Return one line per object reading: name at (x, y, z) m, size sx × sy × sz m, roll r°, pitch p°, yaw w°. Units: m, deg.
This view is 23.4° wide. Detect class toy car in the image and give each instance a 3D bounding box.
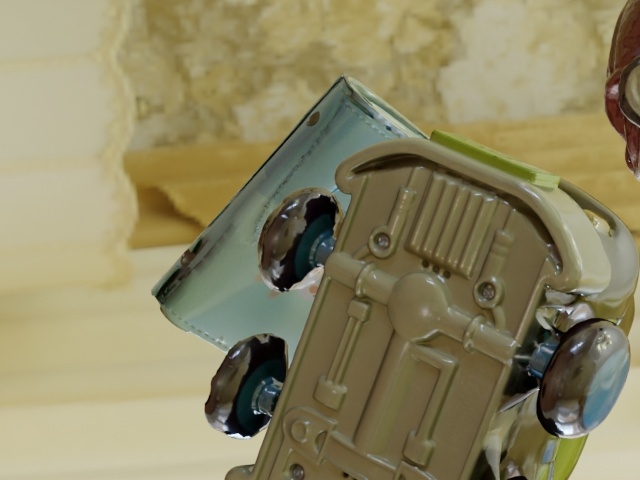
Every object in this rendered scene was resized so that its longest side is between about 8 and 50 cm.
toy car at (0.080, 0.076, 0.828) m, size 0.198 × 0.204 × 0.248 m, roll 6°, pitch 107°, yaw -57°

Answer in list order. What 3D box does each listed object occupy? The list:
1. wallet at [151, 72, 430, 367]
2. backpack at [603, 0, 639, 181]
wallet at (0.000, 0.000, 1.301) m, size 0.250 × 0.176 × 0.075 m, roll -47°, pitch -149°, yaw 14°
backpack at (0.340, -0.136, 1.299) m, size 0.139 × 0.229 × 0.229 m, roll 126°, pitch -42°, yaw -69°
